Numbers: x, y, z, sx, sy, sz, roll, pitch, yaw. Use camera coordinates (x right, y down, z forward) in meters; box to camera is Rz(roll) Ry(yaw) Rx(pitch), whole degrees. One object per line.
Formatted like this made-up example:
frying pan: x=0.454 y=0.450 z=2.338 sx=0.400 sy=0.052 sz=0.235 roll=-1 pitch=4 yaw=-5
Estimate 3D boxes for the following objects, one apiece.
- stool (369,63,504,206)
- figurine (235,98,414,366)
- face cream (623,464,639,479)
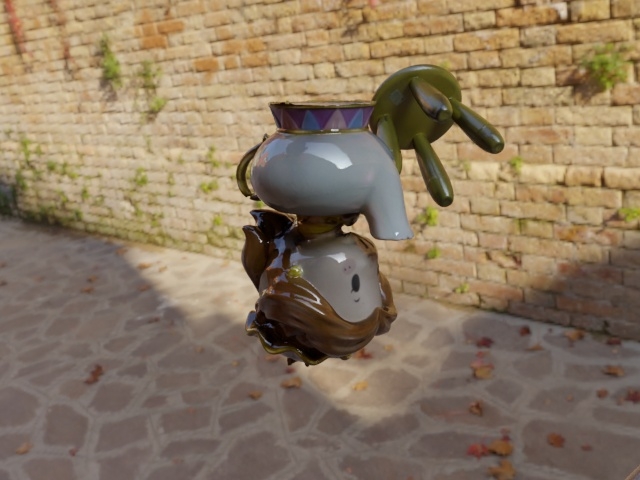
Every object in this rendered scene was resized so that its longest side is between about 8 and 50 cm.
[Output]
stool: x=0.118 y=-0.118 z=0.806 sx=0.135 sy=0.134 sz=0.110 roll=-14 pitch=46 yaw=-3
figurine: x=0.000 y=0.000 z=0.707 sx=0.189 sy=0.264 sz=0.142 roll=10 pitch=17 yaw=34
face cream: x=0.305 y=0.346 z=0.816 sx=0.283 sy=0.073 sz=0.073 roll=-50 pitch=16 yaw=10
